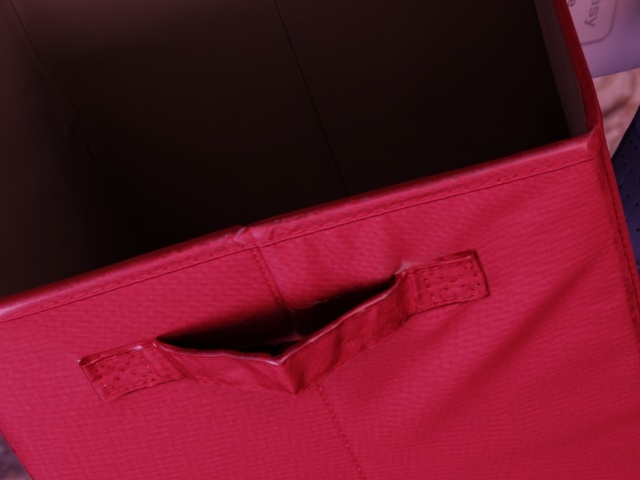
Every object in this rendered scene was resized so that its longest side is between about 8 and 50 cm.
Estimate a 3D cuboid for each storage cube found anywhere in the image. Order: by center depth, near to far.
[{"bbox_3d":[0.000,0.000,0.549,0.184,0.215,0.193,-15,134,7],"label":"storage cube"}]

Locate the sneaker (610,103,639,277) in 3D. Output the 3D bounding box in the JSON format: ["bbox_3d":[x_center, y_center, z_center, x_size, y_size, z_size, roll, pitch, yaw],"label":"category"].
[{"bbox_3d":[0.181,-0.105,0.649,0.282,0.099,0.153,-48,141,1],"label":"sneaker"}]

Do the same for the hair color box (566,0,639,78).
[{"bbox_3d":[0.116,-0.175,0.705,0.374,0.113,0.185,-14,132,-22],"label":"hair color box"}]
